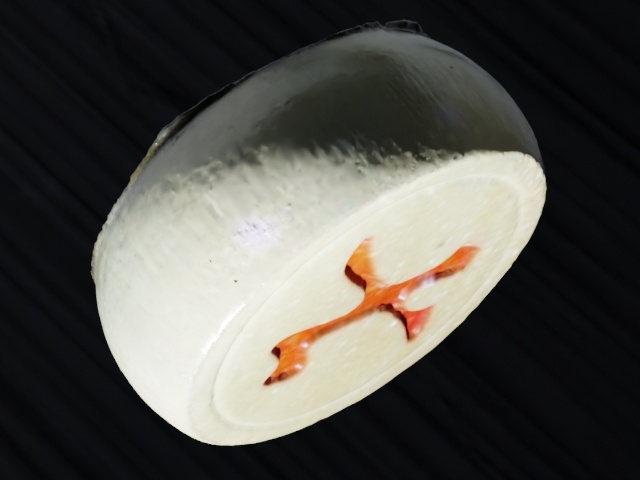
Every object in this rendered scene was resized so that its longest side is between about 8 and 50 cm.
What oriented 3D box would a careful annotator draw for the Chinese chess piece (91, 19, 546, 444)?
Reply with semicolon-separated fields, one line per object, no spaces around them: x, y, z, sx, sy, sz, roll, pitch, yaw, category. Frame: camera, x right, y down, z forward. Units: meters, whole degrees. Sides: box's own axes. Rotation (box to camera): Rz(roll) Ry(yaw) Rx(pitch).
0.000;0.000;1.277;0.338;0.140;0.338;-32;155;-16;Chinese chess piece
